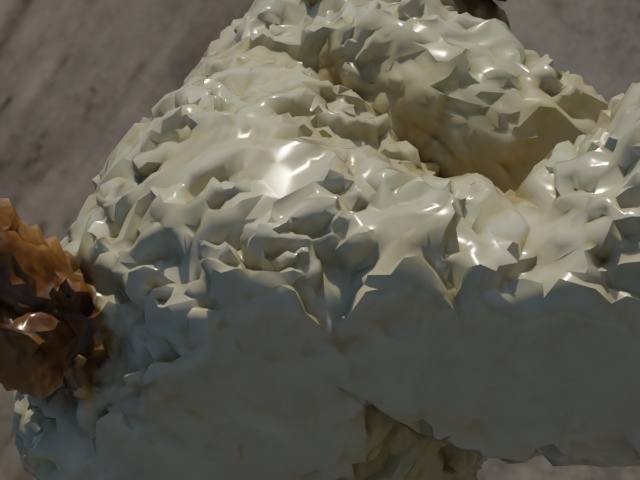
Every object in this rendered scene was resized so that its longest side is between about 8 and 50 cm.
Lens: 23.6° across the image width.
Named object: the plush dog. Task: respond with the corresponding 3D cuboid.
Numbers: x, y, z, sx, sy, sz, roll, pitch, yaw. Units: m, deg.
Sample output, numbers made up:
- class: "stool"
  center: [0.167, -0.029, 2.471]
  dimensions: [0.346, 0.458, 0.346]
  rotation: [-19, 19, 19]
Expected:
- class: "plush dog"
  center: [0.000, 0.000, 0.450]
  dimensions: [0.262, 0.210, 0.225]
  rotation: [-60, 7, 29]
